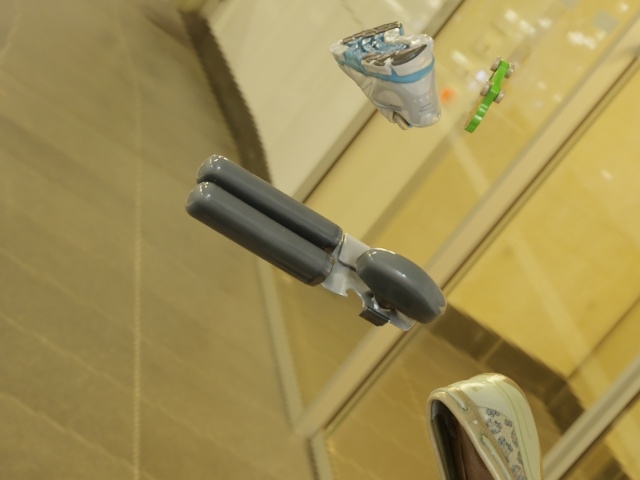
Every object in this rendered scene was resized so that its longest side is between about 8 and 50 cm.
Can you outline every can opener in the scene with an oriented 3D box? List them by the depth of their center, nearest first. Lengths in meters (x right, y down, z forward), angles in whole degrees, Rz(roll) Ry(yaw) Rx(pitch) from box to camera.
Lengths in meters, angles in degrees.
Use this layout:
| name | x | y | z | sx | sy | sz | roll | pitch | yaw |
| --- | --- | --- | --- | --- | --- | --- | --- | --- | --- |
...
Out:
| name | x | y | z | sx | sy | sz | roll | pitch | yaw |
| --- | --- | --- | --- | --- | --- | --- | --- | --- | --- |
| can opener | 0.000 | 0.000 | 1.286 | 0.280 | 0.093 | 0.074 | 29 | 50 | -14 |

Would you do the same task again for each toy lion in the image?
| name | x | y | z | sx | sy | sz | roll | pitch | yaw |
| --- | --- | --- | --- | --- | --- | --- | --- | --- | --- |
| toy lion | 0.240 | -0.206 | 1.864 | 0.034 | 0.096 | 0.100 | 28 | 48 | -3 |

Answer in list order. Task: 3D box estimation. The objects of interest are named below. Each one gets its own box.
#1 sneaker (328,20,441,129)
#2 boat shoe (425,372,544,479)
| name | x | y | z | sx | sy | sz | roll | pitch | yaw |
| --- | --- | --- | --- | --- | --- | --- | --- | --- | --- |
| sneaker | 0.060 | -0.139 | 1.118 | 0.190 | 0.071 | 0.083 | -119 | -173 | -70 |
| boat shoe | 0.155 | 0.261 | 1.119 | 0.089 | 0.104 | 0.285 | -6 | 75 | -47 |
